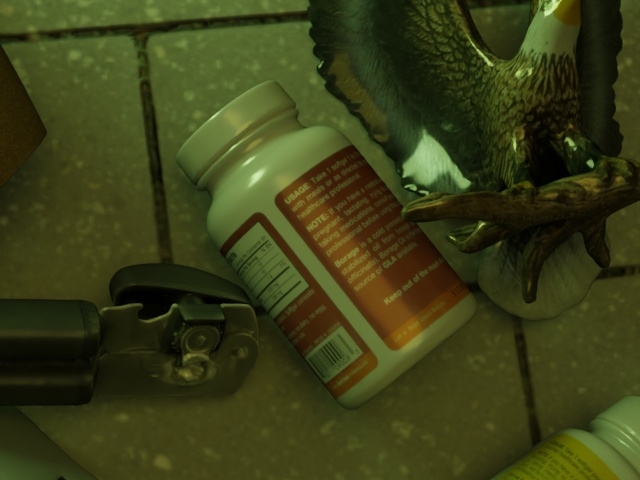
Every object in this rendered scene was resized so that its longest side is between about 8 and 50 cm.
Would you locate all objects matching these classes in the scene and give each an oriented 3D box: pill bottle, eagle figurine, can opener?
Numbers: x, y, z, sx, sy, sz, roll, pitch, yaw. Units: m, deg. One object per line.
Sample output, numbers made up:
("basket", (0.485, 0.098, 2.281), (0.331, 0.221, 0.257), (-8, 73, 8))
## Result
("pill bottle", (0.000, 0.000, 1.064), (0.121, 0.121, 0.216), (-36, 85, -16))
("eagle figurine", (0.140, -0.116, 1.104), (0.226, 0.225, 0.298), (31, 26, -38))
("can opener", (-0.179, 0.062, 1.030), (0.283, 0.095, 0.076), (2, 120, -20))
("pill bottle", (0.160, 0.203, 1.043), (0.208, 0.119, 0.119), (-33, 84, -15))

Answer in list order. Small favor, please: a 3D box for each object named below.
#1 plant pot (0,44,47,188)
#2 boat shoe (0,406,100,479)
("plant pot", (-0.312, -0.117, 1.004), (0.254, 0.237, 0.237), (43, 73, -13))
("boat shoe", (-0.192, 0.186, 1.007), (0.267, 0.096, 0.088), (31, 108, 7))
